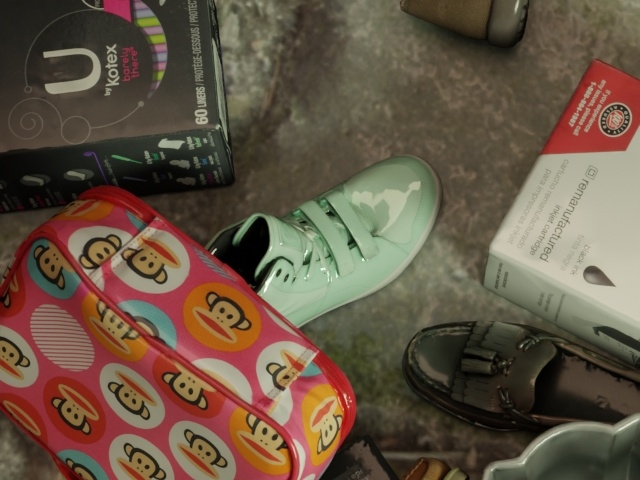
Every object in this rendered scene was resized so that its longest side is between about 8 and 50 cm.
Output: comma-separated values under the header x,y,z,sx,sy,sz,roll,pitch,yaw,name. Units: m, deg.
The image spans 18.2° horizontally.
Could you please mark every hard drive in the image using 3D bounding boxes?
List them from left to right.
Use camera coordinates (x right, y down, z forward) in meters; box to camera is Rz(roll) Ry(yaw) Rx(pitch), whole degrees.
x,y,z,sx,sy,sz,roll,pitch,yaw,name
0.038,0.241,1.642,0.094,0.022,0.135,-32,73,-8,hard drive

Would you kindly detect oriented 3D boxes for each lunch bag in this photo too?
x,y,z,sx,sy,sz,roll,pitch,yaw,name
-0.137,0.126,1.584,0.293,0.258,0.120,40,44,6,lunch bag

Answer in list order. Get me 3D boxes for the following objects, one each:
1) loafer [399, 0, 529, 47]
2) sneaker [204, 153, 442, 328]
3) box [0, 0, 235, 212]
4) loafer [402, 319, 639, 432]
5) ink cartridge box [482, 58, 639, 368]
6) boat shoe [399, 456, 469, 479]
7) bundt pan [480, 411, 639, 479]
x,y,z,sx,sy,sz,roll,pitch,yaw,name
0.129,-0.353,1.773,0.130,0.134,0.366,3,72,3,loafer
0.000,0.001,1.655,0.256,0.151,0.094,-38,73,-10,sneaker
-0.218,-0.129,1.712,0.270,0.143,0.165,-7,71,1,box
0.198,0.117,1.642,0.267,0.084,0.096,16,73,8,loafer
0.300,0.004,1.658,0.273,0.114,0.197,28,75,10,ink cartridge box
-0.011,0.279,1.566,0.104,0.111,0.307,39,88,17,boat shoe
0.240,0.310,1.557,0.331,0.124,0.331,-1,71,2,bundt pan
